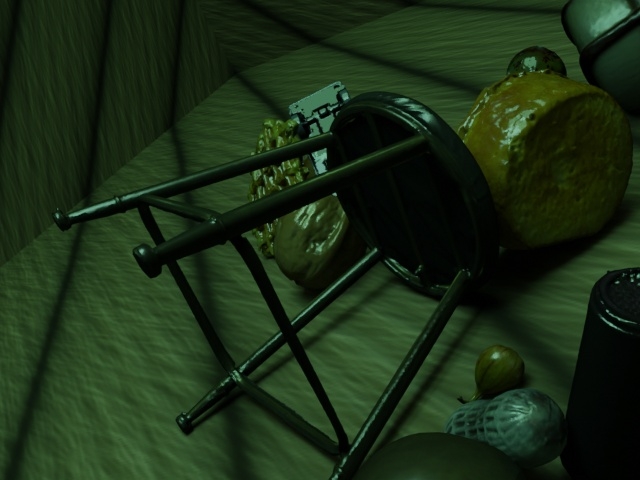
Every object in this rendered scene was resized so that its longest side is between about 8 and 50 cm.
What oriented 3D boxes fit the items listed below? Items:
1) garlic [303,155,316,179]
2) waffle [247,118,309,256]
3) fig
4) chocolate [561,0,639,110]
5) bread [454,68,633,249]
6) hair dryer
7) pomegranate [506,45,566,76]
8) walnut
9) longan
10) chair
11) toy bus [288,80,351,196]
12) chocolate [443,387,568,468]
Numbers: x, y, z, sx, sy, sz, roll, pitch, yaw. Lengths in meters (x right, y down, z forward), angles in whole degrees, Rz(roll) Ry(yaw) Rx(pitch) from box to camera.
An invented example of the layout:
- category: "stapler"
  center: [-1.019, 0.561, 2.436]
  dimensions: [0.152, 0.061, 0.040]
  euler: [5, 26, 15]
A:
- category: "garlic"
  center: [0.061, -0.170, 1.470]
  dimensions: [0.228, 0.110, 0.217]
  euler: [-25, 34, 28]
- category: "waffle"
  center: [-0.072, -0.090, 1.294]
  dimensions: [0.051, 0.291, 0.291]
  euler: [-4, 9, -33]
- category: "fig"
  center: [0.186, 0.152, 0.762]
  dimensions: [0.083, 0.050, 0.050]
  euler: [-44, 25, -1]
- category: "chocolate"
  center: [0.523, -0.339, 1.154]
  dimensions: [0.186, 0.283, 0.283]
  euler: [-34, 16, 37]
- category: "bread"
  center: [0.290, -0.104, 0.916]
  dimensions: [0.268, 0.268, 0.146]
  euler: [-35, 29, -14]
- category: "hair dryer"
  center: [0.330, 0.124, 0.547]
  dimensions: [0.251, 0.197, 0.089]
  euler: [4, 35, 15]
- category: "pomegranate"
  center: [0.420, -0.322, 1.366]
  dimensions: [0.130, 0.130, 0.130]
  euler: [-23, 24, 11]
- category: "walnut"
  center: [0.000, 0.000, 1.129]
  dimensions: [0.166, 0.166, 0.149]
  euler: [-31, 18, -7]
- category: "longan"
  center: [0.091, 0.239, 0.546]
  dimensions: [0.189, 0.189, 0.189]
  euler: [-23, 24, 11]
- category: "chair"
  center: [-0.018, 0.039, 0.853]
  dimensions: [0.410, 0.364, 0.362]
  euler: [-34, 23, -24]
- category: "toy bus"
  center: [0.051, -0.143, 1.302]
  dimensions: [0.125, 0.292, 0.133]
  euler: [-26, -20, 6]
- category: "chocolate"
  center: [0.165, 0.178, 0.638]
  dimensions: [0.072, 0.072, 0.167]
  euler: [-40, -9, -24]
